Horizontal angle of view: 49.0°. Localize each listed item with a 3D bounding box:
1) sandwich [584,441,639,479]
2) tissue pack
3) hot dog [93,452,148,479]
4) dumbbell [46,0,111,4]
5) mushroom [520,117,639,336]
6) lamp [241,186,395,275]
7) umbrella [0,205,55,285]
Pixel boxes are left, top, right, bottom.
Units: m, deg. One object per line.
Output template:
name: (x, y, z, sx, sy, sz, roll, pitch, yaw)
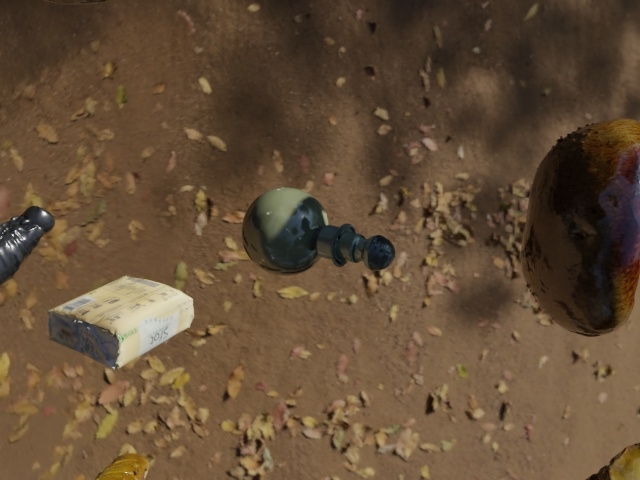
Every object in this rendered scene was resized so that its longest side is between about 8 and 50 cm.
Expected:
sandwich: (0.341, 0.211, 0.369, 0.262, 0.325, 0.131, -25, 133, -10)
tissue pack: (-0.373, 0.147, 1.333, 0.222, 0.186, 0.090, -29, 131, -60)
hot dog: (-0.345, 0.414, 1.198, 0.088, 0.286, 0.061, 3, 85, -10)
dumbbell: (-0.145, -0.176, 0.245, 0.179, 0.406, 0.179, 1, 109, 3)
mushroom: (0.162, -0.008, 0.401, 0.087, 0.127, 0.127, 7, 89, 12)
lamp: (0.000, 0.000, 0.695, 0.091, 0.163, 0.090, -30, 126, -51)
umbrella: (-0.581, 0.072, 1.138, 0.357, 0.106, 0.113, -52, 157, -26)
